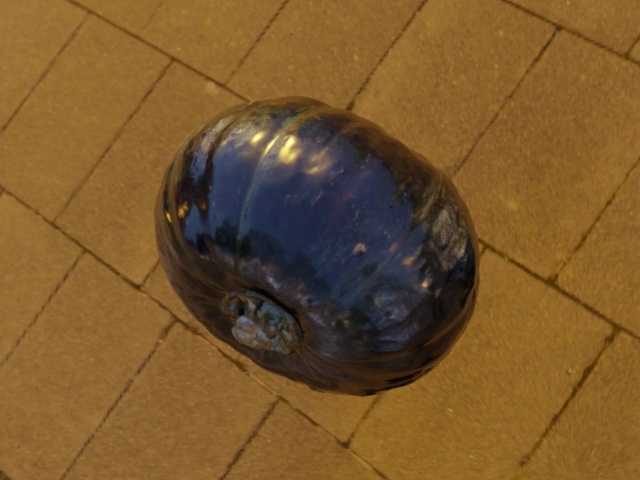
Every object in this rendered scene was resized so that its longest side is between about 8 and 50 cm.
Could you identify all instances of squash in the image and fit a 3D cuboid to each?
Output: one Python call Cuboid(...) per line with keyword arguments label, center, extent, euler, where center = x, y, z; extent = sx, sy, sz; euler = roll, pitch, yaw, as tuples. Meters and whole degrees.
Cuboid(label="squash", center=(-0.002, 0.004, 0.487), extent=(0.156, 0.193, 0.193), euler=(-39, 66, -19))
